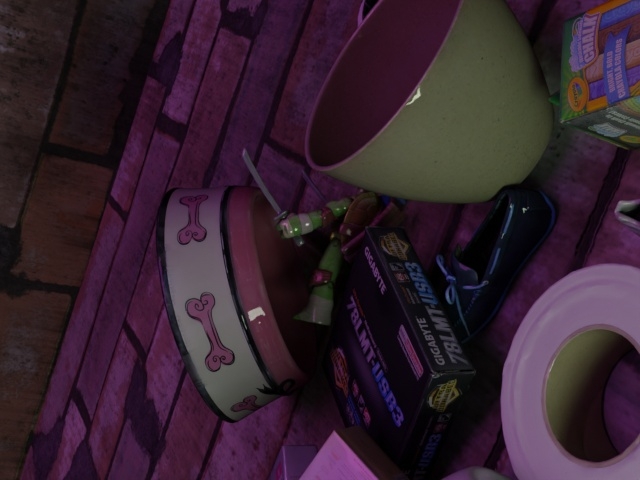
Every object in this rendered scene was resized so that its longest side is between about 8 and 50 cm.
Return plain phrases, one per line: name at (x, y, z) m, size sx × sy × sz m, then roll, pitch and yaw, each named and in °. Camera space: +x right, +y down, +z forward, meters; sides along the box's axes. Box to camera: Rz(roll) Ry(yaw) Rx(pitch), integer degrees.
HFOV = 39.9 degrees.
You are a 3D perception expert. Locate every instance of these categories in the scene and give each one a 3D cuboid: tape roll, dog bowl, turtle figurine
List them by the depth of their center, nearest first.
tape roll at (0.325, 0.170, 0.940) m, size 0.286 × 0.100 × 0.286 m, roll -32°, pitch 50°, yaw 50°
turtle figurine at (0.000, 0.000, 1.471) m, size 0.198 × 0.274 × 0.266 m, roll 23°, pitch -104°, yaw -86°
dog bowl at (-0.125, 0.090, 1.487) m, size 0.150 × 0.408 × 0.408 m, roll -16°, pitch 55°, yaw 10°

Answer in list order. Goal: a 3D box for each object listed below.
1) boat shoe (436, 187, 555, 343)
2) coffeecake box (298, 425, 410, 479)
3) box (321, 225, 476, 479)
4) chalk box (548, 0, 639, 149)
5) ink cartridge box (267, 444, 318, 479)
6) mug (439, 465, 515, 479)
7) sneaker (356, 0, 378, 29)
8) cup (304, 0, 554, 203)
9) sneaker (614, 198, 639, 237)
boat shoe at (0.209, 0.028, 1.202) m, size 0.258 × 0.089 × 0.109 m, roll -63°, pitch 32°, yaw 21°
coffeecake box at (0.031, 0.366, 1.174) m, size 0.142 × 0.068 × 0.185 m, roll 43°, pitch 109°, yaw 30°
box at (0.099, 0.182, 1.270) m, size 0.296 × 0.073 × 0.293 m, roll -112°, pitch 28°, yaw -46°
chalk box at (0.359, -0.191, 1.000) m, size 0.213 × 0.132 × 0.132 m, roll -13°, pitch 68°, yaw 56°
ink cartridge box at (-0.042, 0.478, 1.377) m, size 0.275 × 0.060 × 0.239 m, roll 108°, pitch 160°, yaw -56°
mug at (0.146, 0.422, 1.008) m, size 0.328 × 0.276 × 0.374 m, roll -59°, pitch 3°, yaw 8°
sneaker at (0.089, -0.320, 1.547) m, size 0.108 × 0.100 × 0.272 m, roll -16°, pitch 65°, yaw 62°
cup at (0.168, -0.179, 1.177) m, size 0.331 × 0.237 × 0.331 m, roll -46°, pitch 26°, yaw 30°
sneaker at (0.387, -0.022, 0.955) m, size 0.152 × 0.061 × 0.054 m, roll 0°, pitch 76°, yaw 58°
